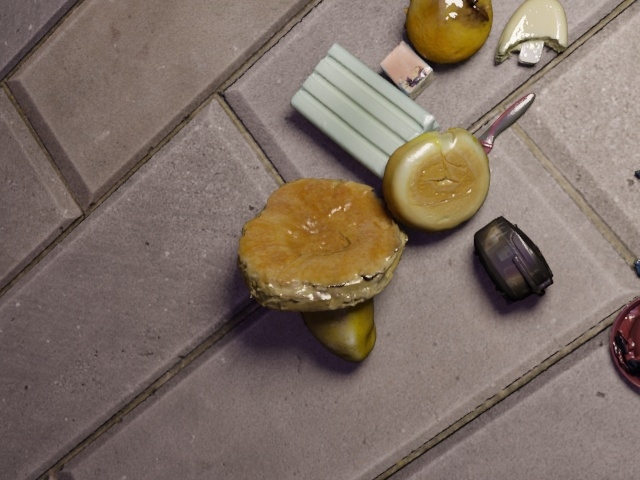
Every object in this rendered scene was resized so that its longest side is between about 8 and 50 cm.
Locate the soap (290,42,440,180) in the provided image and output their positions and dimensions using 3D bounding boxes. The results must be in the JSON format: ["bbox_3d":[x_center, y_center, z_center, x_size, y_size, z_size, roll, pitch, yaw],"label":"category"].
[{"bbox_3d":[0.089,-0.256,1.328,0.265,0.087,0.159,41,101,17],"label":"soap"}]

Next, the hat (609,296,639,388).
[{"bbox_3d":[0.612,0.178,1.126,0.206,0.089,0.205,-1,87,20],"label":"hat"}]

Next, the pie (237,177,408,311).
[{"bbox_3d":[0.000,0.000,1.261,0.340,0.083,0.339,-4,48,5],"label":"pie"}]

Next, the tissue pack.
[{"bbox_3d":[0.175,-0.343,1.318,0.074,0.059,0.094,-45,74,14],"label":"tissue pack"}]

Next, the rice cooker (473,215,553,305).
[{"bbox_3d":[0.355,0.036,1.210,0.106,0.112,0.165,-29,76,21],"label":"rice cooker"}]

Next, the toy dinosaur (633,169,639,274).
[{"bbox_3d":[0.659,-0.059,1.148,0.248,0.075,0.188,-17,91,12],"label":"toy dinosaur"}]

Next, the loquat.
[{"bbox_3d":[0.238,-0.427,1.259,0.205,0.149,0.172,-2,110,51],"label":"loquat"}]

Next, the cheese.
[{"bbox_3d":[0.421,-0.446,1.244,0.127,0.050,0.234,14,91,22],"label":"cheese"}]

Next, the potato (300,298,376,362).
[{"bbox_3d":[0.043,0.148,1.304,0.157,0.157,0.194,-24,100,16],"label":"potato"}]

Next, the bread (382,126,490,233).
[{"bbox_3d":[0.219,-0.113,1.242,0.214,0.105,0.213,-4,104,-15],"label":"bread"}]

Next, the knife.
[{"bbox_3d":[0.328,-0.195,1.283,0.035,0.018,0.247,46,105,9],"label":"knife"}]
